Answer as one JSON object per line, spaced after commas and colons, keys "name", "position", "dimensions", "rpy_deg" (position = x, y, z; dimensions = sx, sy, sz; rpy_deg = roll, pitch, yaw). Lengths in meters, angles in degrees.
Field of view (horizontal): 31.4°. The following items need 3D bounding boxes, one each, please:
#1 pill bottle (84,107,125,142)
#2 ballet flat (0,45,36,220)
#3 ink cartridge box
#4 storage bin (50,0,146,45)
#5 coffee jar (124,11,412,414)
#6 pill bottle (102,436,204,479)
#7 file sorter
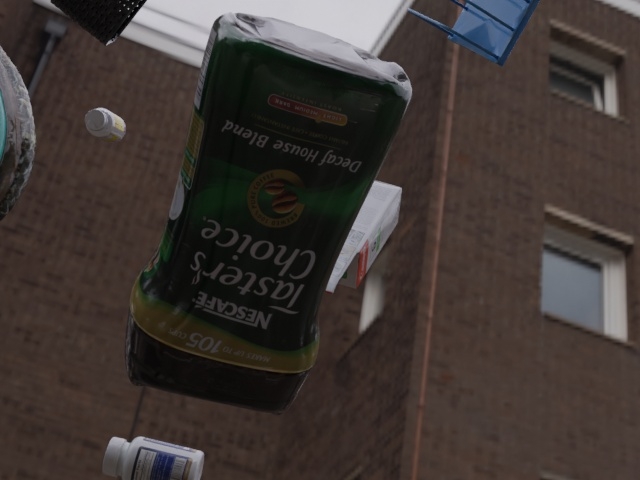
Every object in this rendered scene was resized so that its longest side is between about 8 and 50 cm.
{"name": "pill bottle", "position": [-0.320, -0.171, 1.680], "dimensions": [0.043, 0.043, 0.083], "rpy_deg": [4, -4, 8]}
{"name": "ballet flat", "position": [-0.353, -0.134, 0.868], "dimensions": [0.482, 0.164, 0.182], "rpy_deg": [39, -14, 23]}
{"name": "ink cartridge box", "position": [0.000, 0.000, 0.670], "dimensions": [0.062, 0.115, 0.029], "rpy_deg": [16, -51, 16]}
{"name": "storage bin", "position": [-0.230, -0.330, 1.359], "dimensions": [0.084, 0.122, 0.180], "rpy_deg": [38, -82, -11]}
{"name": "coffee jar", "position": [-0.030, -0.008, 0.544], "dimensions": [0.096, 0.079, 0.184], "rpy_deg": [14, -71, -15]}
{"name": "pill bottle", "position": [-0.215, 0.290, 1.461], "dimensions": [0.120, 0.067, 0.067], "rpy_deg": [13, -37, 3]}
{"name": "file sorter", "position": [0.206, -0.331, 1.436], "dimensions": [0.104, 0.118, 0.170], "rpy_deg": [22, -78, -36]}
